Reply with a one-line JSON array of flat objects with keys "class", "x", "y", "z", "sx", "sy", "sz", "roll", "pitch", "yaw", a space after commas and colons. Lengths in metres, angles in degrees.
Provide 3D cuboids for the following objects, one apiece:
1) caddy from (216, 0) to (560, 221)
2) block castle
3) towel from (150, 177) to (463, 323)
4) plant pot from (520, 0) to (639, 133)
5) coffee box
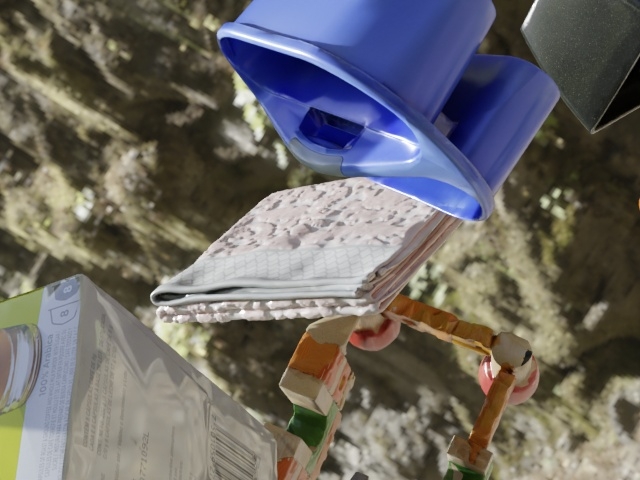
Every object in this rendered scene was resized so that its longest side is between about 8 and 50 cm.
[{"class": "caddy", "x": 0.047, "y": -0.135, "z": 1.082, "sx": 0.179, "sy": 0.241, "sz": 0.341, "roll": -52, "pitch": 35, "yaw": -7}, {"class": "block castle", "x": 0.085, "y": 0.299, "z": 1.593, "sx": 0.213, "sy": 0.303, "sz": 0.453, "roll": 69, "pitch": -137, "yaw": -69}, {"class": "towel", "x": 0.000, "y": 0.000, "z": 1.443, "sx": 0.332, "sy": 0.053, "sz": 0.317, "roll": -5, "pitch": 24, "yaw": 35}, {"class": "plant pot", "x": 0.366, "y": -0.276, "z": 1.479, "sx": 0.188, "sy": 0.167, "sz": 0.187, "roll": -30, "pitch": -26, "yaw": -39}, {"class": "coffee box", "x": -0.262, "y": 0.292, "z": 1.065, "sx": 0.334, "sy": 0.338, "sz": 0.337, "roll": -18, "pitch": 50, "yaw": 21}]
